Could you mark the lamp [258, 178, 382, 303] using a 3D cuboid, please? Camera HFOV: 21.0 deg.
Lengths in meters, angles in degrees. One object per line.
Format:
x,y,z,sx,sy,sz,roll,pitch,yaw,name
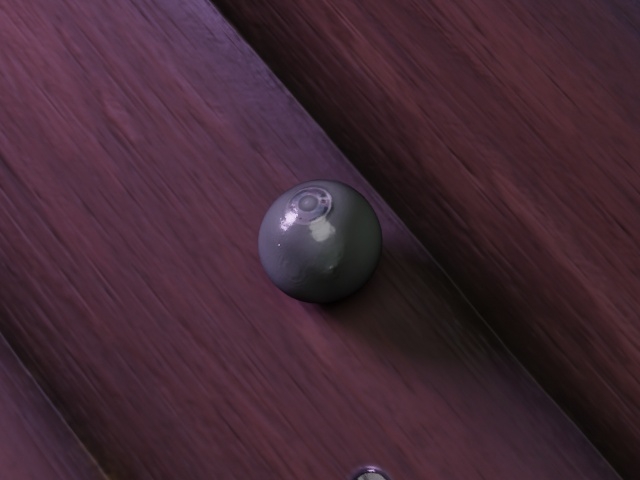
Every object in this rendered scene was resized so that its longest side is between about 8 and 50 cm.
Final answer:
0.000,0.000,1.427,0.105,0.105,0.105,1,64,-2,lamp
